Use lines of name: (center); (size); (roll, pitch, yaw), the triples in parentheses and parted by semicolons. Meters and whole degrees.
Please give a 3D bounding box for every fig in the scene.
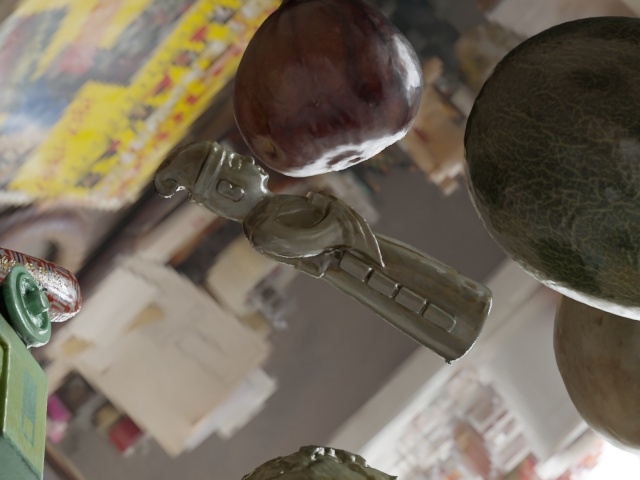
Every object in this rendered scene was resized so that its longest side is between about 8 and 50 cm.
fig: (-0.001, -0.197, 1.753); (0.204, 0.249, 0.186); (-23, 163, 32)

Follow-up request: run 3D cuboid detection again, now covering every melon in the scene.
melon: (0.263, -0.056, 1.342); (0.237, 0.302, 0.237); (-33, 137, -38)

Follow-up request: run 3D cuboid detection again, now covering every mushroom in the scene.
mushroom: (0.437, 0.114, 2.027); (0.290, 0.297, 0.297); (-10, 151, -17)

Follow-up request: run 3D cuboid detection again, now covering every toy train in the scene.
toy train: (-0.388, 0.076, 1.627); (0.160, 0.253, 0.397); (-15, 137, 11)

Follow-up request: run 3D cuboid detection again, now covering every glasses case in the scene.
glasses case: (-0.359, 0.050, 1.983); (0.049, 0.073, 0.194); (-32, 149, 28)

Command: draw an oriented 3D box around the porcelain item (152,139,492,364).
porcelain item: (0.000, 0.000, 1.001); (0.054, 0.213, 0.084); (-61, -173, -4)

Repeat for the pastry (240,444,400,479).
pastry: (-0.019, 0.332, 1.464); (0.330, 0.136, 0.329); (-18, 122, -31)
